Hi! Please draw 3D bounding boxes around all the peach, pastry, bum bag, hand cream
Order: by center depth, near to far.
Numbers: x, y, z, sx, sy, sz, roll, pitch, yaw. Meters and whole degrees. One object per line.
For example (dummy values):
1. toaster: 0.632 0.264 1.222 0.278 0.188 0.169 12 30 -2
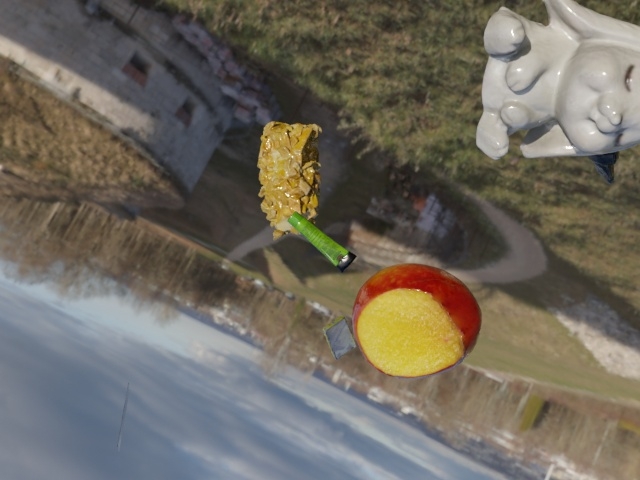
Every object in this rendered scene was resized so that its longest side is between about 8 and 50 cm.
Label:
1. peach: 0.145 0.126 1.097 0.190 0.190 0.192 30 -178 -16
2. hand cream: 0.000 0.000 1.137 0.122 0.036 0.023 40 -172 -2
3. bum bag: 0.562 -0.210 1.466 0.069 0.102 0.248 -12 142 29
4. pastry: -0.070 -0.122 1.492 0.154 0.249 0.102 3 178 32

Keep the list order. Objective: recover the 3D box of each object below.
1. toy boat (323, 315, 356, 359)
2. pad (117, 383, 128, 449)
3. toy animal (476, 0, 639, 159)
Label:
1. toy boat: 0.045 0.230 1.692 0.016 0.063 0.115 41 158 46
2. pad: -0.493 0.445 1.799 0.003 0.157 0.112 8 153 -10
3. toy animal: 0.383 -0.230 1.053 0.265 0.206 0.271 13 126 26
